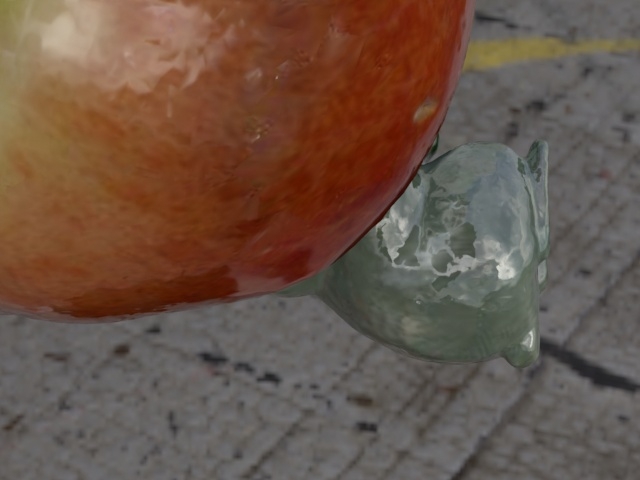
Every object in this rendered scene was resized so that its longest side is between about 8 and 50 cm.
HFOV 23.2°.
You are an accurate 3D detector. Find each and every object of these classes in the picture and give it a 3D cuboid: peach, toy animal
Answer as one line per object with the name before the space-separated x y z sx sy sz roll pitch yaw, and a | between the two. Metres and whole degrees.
peach | -0.068 -0.094 0.443 0.232 0.232 0.257 8 12 8
toy animal | 0.005 -0.003 0.792 0.236 0.108 0.138 1 69 -2
